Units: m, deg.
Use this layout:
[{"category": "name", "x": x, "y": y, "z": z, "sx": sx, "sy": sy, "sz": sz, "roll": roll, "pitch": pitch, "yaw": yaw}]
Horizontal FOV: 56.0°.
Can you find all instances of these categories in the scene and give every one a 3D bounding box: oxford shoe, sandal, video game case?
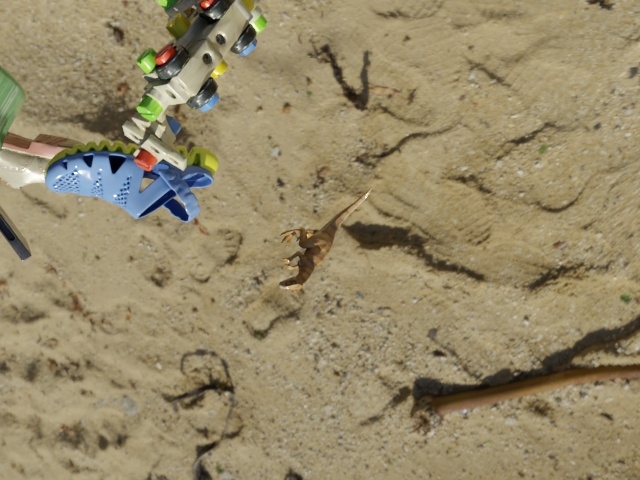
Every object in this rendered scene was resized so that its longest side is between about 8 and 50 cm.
[{"category": "oxford shoe", "x": -0.805, "y": -0.202, "z": 1.519, "sx": 0.396, "sy": 0.140, "sz": 0.147, "roll": 8, "pitch": 109, "yaw": -7}, {"category": "sandal", "x": -0.346, "y": -0.104, "z": 1.127, "sx": 0.126, "sy": 0.317, "sz": 0.138, "roll": 131, "pitch": 135, "yaw": -66}, {"category": "video game case", "x": -0.923, "y": -0.069, "z": 1.728, "sx": 0.275, "sy": 0.035, "sz": 0.248, "roll": 15, "pitch": 136, "yaw": 61}]

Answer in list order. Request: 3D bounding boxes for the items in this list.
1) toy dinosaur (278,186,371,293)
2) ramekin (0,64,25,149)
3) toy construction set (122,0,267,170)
[{"category": "toy dinosaur", "x": 0.000, "y": 0.000, "z": 0.993, "sx": 0.112, "sy": 0.211, "sz": 0.064, "roll": 22, "pitch": 162, "yaw": 43}, {"category": "ramekin", "x": -0.781, "y": -0.328, "z": 1.261, "sx": 0.303, "sy": 0.303, "sz": 0.148, "roll": 17, "pitch": 73, "yaw": 35}, {"category": "toy construction set", "x": -0.193, "y": -0.259, "z": 0.862, "sx": 0.215, "sy": 0.151, "sz": 0.328, "roll": 8, "pitch": 76, "yaw": 47}]
